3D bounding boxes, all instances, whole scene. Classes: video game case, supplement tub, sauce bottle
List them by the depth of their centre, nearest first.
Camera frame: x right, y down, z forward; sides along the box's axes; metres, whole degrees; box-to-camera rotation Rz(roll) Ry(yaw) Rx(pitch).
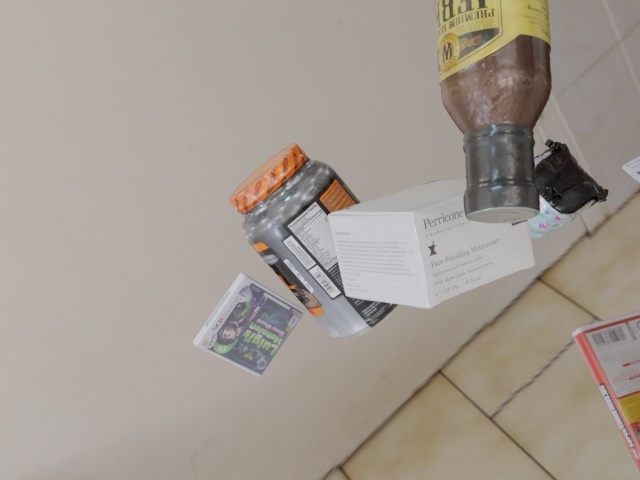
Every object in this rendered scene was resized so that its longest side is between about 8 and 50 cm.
[{"bbox_3d":[0.168,-0.191,0.810,0.111,0.111,0.344,-9,77,34],"label":"sauce bottle"},{"bbox_3d":[0.516,0.239,1.242,0.204,0.025,0.285,-10,65,-25],"label":"video game case"},{"bbox_3d":[0.000,0.000,1.545,0.207,0.338,0.207,-38,12,10],"label":"supplement tub"},{"bbox_3d":[-0.143,0.177,1.725,0.173,0.190,0.022,-55,40,0],"label":"video game case"}]

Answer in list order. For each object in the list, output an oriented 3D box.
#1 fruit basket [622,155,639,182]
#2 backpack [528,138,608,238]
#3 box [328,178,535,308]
[{"bbox_3d":[0.604,-0.152,1.148,0.327,0.165,0.353,-29,19,13],"label":"fruit basket"},{"bbox_3d":[0.411,-0.081,1.497,0.182,0.152,0.115,-33,-16,-47],"label":"backpack"},{"bbox_3d":[0.139,-0.002,1.067,0.181,0.119,0.182,-18,11,-30],"label":"box"}]
